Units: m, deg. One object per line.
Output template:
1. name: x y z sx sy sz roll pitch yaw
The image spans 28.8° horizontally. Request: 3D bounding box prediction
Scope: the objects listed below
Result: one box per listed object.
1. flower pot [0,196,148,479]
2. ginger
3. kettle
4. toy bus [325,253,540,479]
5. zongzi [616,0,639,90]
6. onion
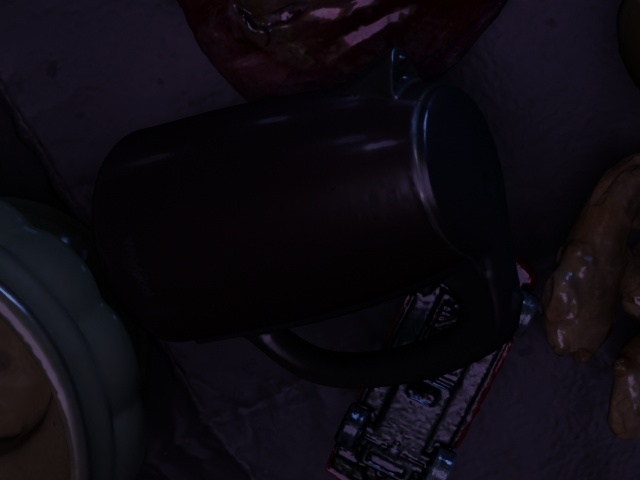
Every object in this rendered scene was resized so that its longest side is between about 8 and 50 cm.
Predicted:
1. flower pot: -0.245 0.101 0.824 0.308 0.244 0.307 2 104 9
2. ginger: 0.230 0.076 0.823 0.149 0.065 0.258 -34 104 -18
3. kettle: 0.000 0.000 0.760 0.232 0.144 0.202 -11 101 33
4. toy bus: 0.078 0.083 0.849 0.081 0.089 0.195 25 105 3
5. zongzi: 0.334 -0.009 0.758 0.356 0.174 0.392 14 110 10
6. onion: 0.030 -0.204 0.781 0.283 0.120 0.227 -35 100 13
